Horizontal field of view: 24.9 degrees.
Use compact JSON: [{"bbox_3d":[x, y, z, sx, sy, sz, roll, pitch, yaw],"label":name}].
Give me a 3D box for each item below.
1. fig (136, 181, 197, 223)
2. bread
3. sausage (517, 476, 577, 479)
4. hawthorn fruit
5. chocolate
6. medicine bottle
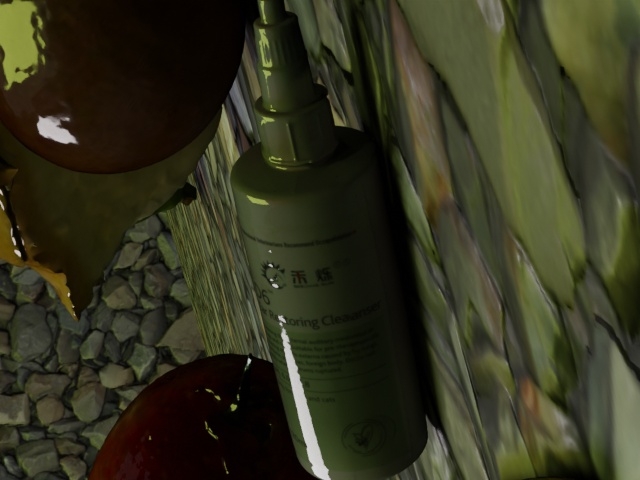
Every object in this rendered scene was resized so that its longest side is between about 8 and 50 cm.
[{"bbox_3d":[-0.216,-0.101,1.502,0.314,0.233,0.233,46,-172,-30],"label":"fig"},{"bbox_3d":[-0.164,-0.140,0.897,0.315,0.248,0.279,44,151,-16],"label":"bread"},{"bbox_3d":[0.057,0.083,0.429,0.132,0.024,0.024,117,136,-78],"label":"sausage"},{"bbox_3d":[-0.047,0.146,0.828,0.235,0.181,0.181,110,148,-42],"label":"hawthorn fruit"},{"bbox_3d":[-0.105,-0.124,0.750,0.177,0.177,0.176,164,90,-83],"label":"chocolate"},{"bbox_3d":[0.000,0.000,0.542,0.057,0.058,0.199,-119,15,-58],"label":"medicine bottle"}]
